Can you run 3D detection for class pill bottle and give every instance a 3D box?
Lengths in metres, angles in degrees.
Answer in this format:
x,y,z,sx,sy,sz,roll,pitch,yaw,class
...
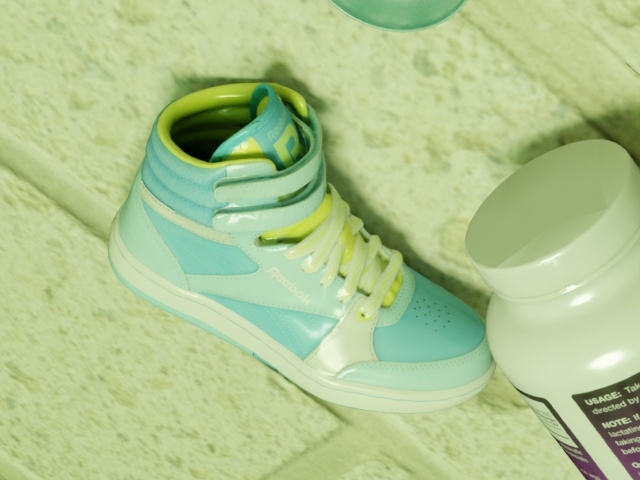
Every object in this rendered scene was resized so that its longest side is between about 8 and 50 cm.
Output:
x,y,z,sx,sy,sz,roll,pitch,yaw,class
0.238,0.088,1.014,0.181,0.181,0.323,-19,121,35,pill bottle

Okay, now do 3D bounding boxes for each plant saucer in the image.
x,y,z,sx,sy,sz,roll,pitch,yaw,class
0.047,-0.191,0.946,0.119,0.021,0.119,13,135,13,plant saucer

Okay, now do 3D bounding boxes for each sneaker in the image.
x,y,z,sx,sy,sz,roll,pitch,yaw,class
0.000,0.000,1.074,0.319,0.127,0.208,21,137,2,sneaker
